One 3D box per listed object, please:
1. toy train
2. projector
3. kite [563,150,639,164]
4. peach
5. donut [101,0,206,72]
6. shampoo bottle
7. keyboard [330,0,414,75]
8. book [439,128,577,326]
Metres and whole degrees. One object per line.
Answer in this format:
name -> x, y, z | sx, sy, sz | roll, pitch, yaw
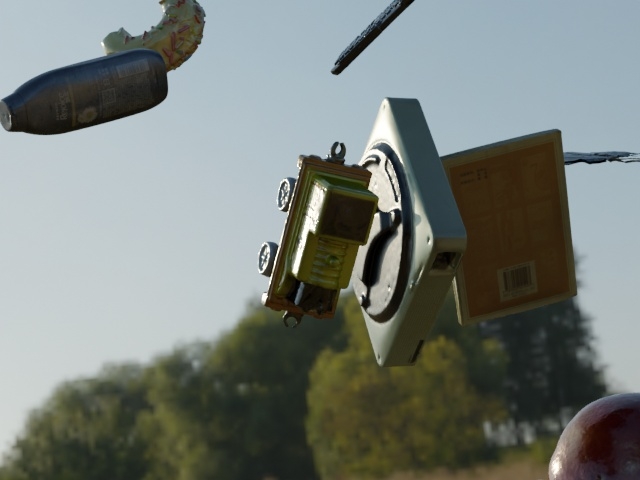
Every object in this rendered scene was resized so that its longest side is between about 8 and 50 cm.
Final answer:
toy train -> 0.000, 0.000, 1.715 | 0.089, 0.219, 0.127 | 12, 10, -21
projector -> 0.092, -0.010, 1.980 | 0.079, 0.259, 0.257 | 0, -42, -18
kite -> 0.405, -0.112, 2.102 | 0.285, 0.015, 0.152 | 4, 13, 32
peach -> 0.421, 0.302, 2.003 | 0.243, 0.199, 0.243 | -2, 12, 0
donut -> -0.244, -0.296, 2.279 | 0.166, 0.108, 0.065 | -29, -47, 3
shampoo bottle -> -0.309, -0.190, 2.025 | 0.234, 0.087, 0.049 | -20, 26, -33
keyboard -> 0.111, -0.343, 2.285 | 0.262, 0.016, 0.106 | -43, 11, 25
book -> 0.245, -0.015, 2.020 | 0.170, 0.241, 0.018 | -14, 24, -9
